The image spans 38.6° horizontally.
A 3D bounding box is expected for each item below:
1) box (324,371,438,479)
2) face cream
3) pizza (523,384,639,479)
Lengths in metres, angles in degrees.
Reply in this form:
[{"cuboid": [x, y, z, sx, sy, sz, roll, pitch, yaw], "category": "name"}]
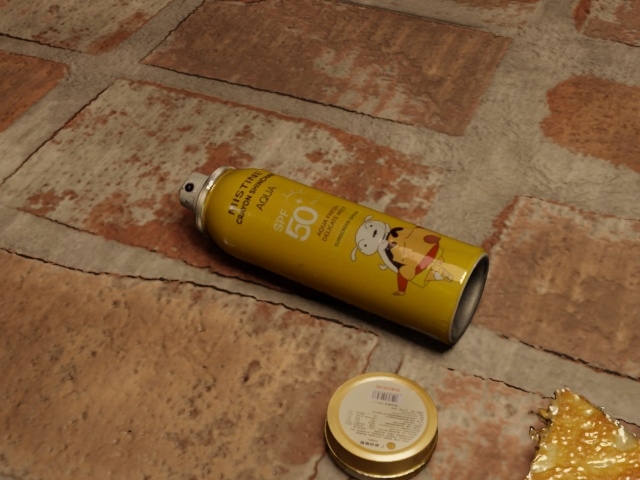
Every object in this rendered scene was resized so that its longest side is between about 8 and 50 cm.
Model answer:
[{"cuboid": [0.056, 0.171, 0.842, 0.105, 0.037, 0.105, 0, 41, 0], "category": "box"}, {"cuboid": [0.000, 0.000, 0.982, 0.348, 0.105, 0.105, 21, 46, 22], "category": "face cream"}, {"cuboid": [0.242, 0.213, 0.781, 0.201, 0.053, 0.193, -5, 42, 11], "category": "pizza"}]
